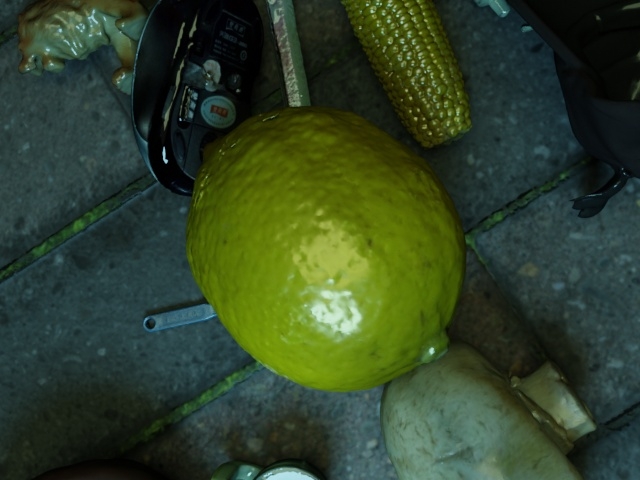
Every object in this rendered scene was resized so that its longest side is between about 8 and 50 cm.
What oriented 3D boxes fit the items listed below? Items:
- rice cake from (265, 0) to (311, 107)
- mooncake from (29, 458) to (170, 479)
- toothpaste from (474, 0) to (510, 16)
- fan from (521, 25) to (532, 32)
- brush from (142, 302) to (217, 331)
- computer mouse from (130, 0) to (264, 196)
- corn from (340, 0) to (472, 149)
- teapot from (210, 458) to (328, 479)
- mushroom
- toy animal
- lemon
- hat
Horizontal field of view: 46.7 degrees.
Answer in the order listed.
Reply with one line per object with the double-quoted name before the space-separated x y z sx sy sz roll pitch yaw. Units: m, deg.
"rice cake" -0.036 -0.203 0.836 0.033 0.033 0.208 -9 85 -3
"mooncake" -0.216 0.399 0.721 0.334 0.174 0.326 36 76 6
"toothpaste" 0.147 -0.326 0.823 0.057 0.035 0.197 -33 81 -12
"fan" 0.262 -0.239 0.815 0.083 0.004 0.056 -11 85 6
"brush" -0.122 0.078 0.834 0.164 0.014 0.051 -12 83 7
"computer mouse" -0.137 -0.165 0.799 0.096 0.137 0.233 13 89 28
"corn" 0.085 -0.222 0.794 0.091 0.091 0.260 -24 87 23
"teapot" -0.041 0.257 0.772 0.092 0.091 0.124 -45 87 1
"mushroom" 0.172 0.206 0.701 0.195 0.189 0.254 -36 86 6
"toy animal" -0.221 -0.292 0.838 0.157 0.097 0.312 39 89 15
"lemon" 0.000 0.000 0.710 0.245 0.245 0.320 -46 68 2
"hat" 0.320 -0.156 0.742 0.238 0.209 0.336 -29 47 -11
